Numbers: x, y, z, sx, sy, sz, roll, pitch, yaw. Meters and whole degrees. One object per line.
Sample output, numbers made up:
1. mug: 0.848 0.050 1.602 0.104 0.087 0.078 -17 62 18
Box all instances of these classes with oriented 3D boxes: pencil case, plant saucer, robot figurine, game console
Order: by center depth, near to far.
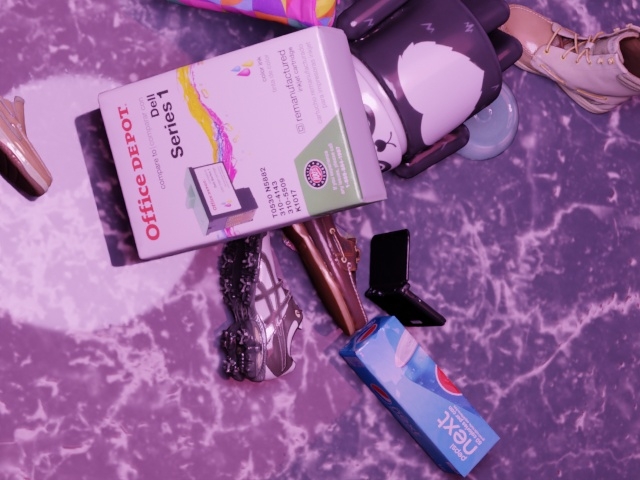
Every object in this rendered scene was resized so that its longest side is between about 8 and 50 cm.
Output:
1. pencil case: -0.089 -0.307 1.650 0.236 0.104 0.104 17 79 19
2. robot figurine: 0.109 -0.198 1.724 0.278 0.173 0.209 -34 88 -12
3. game console: 0.106 0.048 1.738 0.107 0.122 0.071 38 76 -13
4. plant saucer: 0.207 -0.164 1.839 0.119 0.021 0.119 1 86 -18

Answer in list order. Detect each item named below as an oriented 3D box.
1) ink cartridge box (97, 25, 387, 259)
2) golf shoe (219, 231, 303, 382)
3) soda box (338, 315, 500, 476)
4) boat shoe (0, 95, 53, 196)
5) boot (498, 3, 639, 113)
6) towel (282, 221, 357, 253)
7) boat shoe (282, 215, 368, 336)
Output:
1. ink cartridge box: -0.089 -0.107 1.614 0.278 0.117 0.201 -14 90 18
2. golf shoe: -0.068 0.071 1.716 0.094 0.077 0.198 4 86 -35
3. soda box: 0.122 0.192 1.764 0.071 0.067 0.210 -44 100 -16
4. boat shoe: -0.364 -0.138 1.630 0.072 0.068 0.190 -44 100 -28
5. boot: 0.332 -0.244 1.809 0.213 0.165 0.077 33 76 -15
6. towel: 0.000 0.000 1.766 0.083 0.009 0.060 34 76 -14
7. boat shoe: 0.012 0.012 1.725 0.073 0.073 0.207 -28 96 -16
